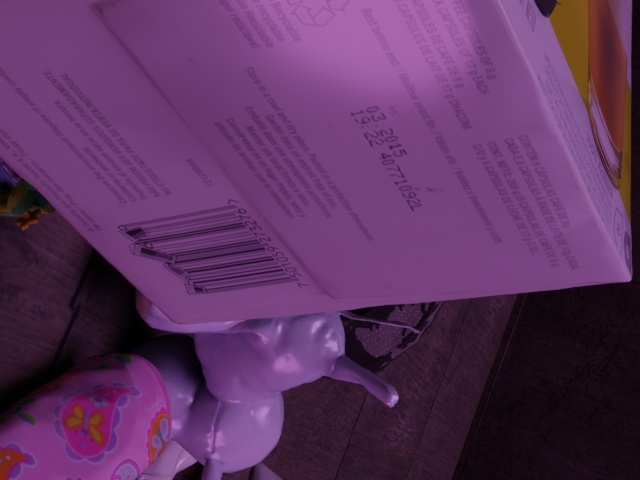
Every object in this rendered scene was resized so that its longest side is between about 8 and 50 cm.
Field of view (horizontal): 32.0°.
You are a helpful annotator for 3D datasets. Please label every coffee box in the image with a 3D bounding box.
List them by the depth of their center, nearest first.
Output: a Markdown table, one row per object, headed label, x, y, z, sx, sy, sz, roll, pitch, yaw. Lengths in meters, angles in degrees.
| label | x | y | z | sx | sy | sz | roll | pitch | yaw |
| --- | --- | --- | --- | --- | --- | --- | --- | --- | --- |
| coffee box | -0.002 | -0.179 | 0.726 | 0.337 | 0.338 | 0.334 | 53 | 39 | -45 |

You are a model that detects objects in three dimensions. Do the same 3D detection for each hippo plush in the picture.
| label | x | y | z | sx | sy | sz | roll | pitch | yaw |
| --- | --- | --- | --- | --- | --- | --- | --- | --- | --- |
| hippo plush | -0.076 | 0.108 | 1.141 | 0.234 | 0.294 | 0.236 | -63 | 178 | -57 |

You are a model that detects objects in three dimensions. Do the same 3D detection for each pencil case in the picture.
| label | x | y | z | sx | sy | sz | roll | pitch | yaw |
| --- | --- | --- | --- | --- | --- | --- | --- | --- | --- |
| pencil case | -0.244 | 0.195 | 0.957 | 0.284 | 0.124 | 0.124 | -35 | 138 | -58 |

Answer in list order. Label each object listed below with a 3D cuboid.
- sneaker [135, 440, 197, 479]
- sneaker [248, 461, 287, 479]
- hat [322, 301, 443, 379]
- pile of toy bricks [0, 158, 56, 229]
| label | x | y | z | sx | sy | sz | roll | pitch | yaw |
| --- | --- | --- | --- | --- | --- | --- | --- | --- | --- |
| sneaker | -0.187 | 0.229 | 1.201 | 0.212 | 0.080 | 0.094 | -53 | 140 | -53 |
| sneaker | -0.165 | 0.381 | 1.321 | 0.331 | 0.146 | 0.122 | -28 | 157 | -30 |
| hat | 0.000 | 0.000 | 1.332 | 0.331 | 0.134 | 0.331 | -1 | 92 | -38 |
| pile of toy bricks | -0.210 | -0.062 | 0.813 | 0.212 | 0.118 | 0.105 | -57 | 134 | -34 |
